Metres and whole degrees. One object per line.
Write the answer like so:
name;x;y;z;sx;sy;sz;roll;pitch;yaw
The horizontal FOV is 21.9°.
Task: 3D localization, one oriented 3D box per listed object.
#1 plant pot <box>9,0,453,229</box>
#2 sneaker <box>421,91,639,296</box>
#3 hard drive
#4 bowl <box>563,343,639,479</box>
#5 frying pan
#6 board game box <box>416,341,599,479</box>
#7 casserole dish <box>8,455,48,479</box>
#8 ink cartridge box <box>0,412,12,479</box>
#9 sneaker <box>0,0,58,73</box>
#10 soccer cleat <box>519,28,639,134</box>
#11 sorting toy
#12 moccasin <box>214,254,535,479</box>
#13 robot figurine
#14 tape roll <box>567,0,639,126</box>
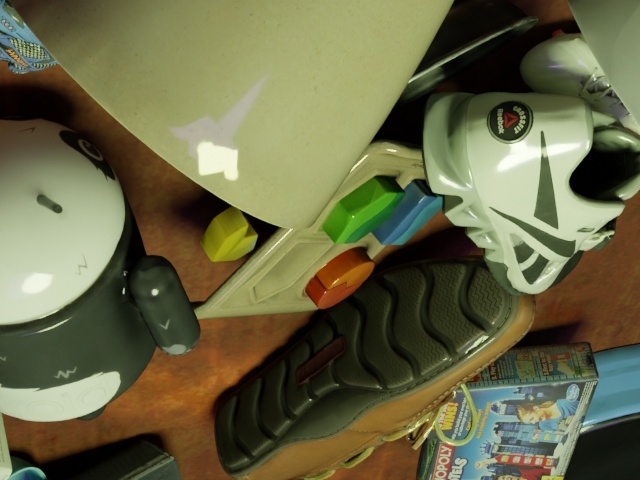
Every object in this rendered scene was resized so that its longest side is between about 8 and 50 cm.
plant pot;-0.010;-0.193;0.987;0.274;0.256;0.256;-48;138;14
sneaker;0.196;-0.034;1.317;0.146;0.123;0.330;-7;166;19
hard drive;-0.224;0.308;1.715;0.172;0.054;0.255;-27;150;-21
bowl;0.316;0.255;1.893;0.391;0.077;0.391;-11;146;-7
frying pan;0.048;-0.110;1.261;0.197;0.053;0.326;-29;180;-19
board game box;0.162;0.184;1.679;0.194;0.060;0.194;7;127;-8
casserole dish;-0.322;0.277;1.657;0.114;0.037;0.188;-37;152;-17
ink cartridge box;-0.360;0.104;1.288;0.224;0.181;0.056;14;133;-38
sneaker;-0.236;-0.159;1.056;0.087;0.083;0.221;-29;142;31
soccer cleat;0.247;-0.120;1.318;0.196;0.076;0.068;8;140;-31
sorting toy;0.000;0.000;1.297;0.229;0.041;0.307;-40;164;20
moccasin;0.062;0.133;1.550;0.147;0.139;0.380;14;136;-39
robot figurine;-0.213;0.026;1.252;0.209;0.174;0.278;-18;147;-5
tape roll;0.262;-0.134;1.175;0.072;0.219;0.219;-35;142;24
